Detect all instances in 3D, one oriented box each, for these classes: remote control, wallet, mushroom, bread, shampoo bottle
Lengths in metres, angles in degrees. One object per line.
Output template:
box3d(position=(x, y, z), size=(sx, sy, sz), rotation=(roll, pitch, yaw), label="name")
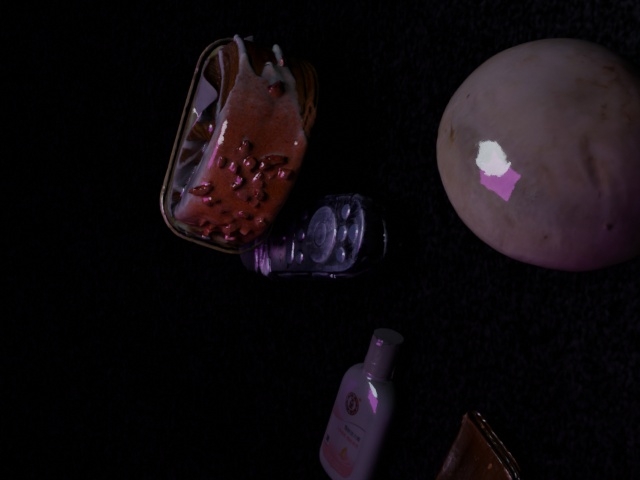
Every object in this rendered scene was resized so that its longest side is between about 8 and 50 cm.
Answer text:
box3d(position=(0.000, 0.000, 1.976), size=(0.266, 0.066, 0.090), rotation=(-1, 75, 60), label="remote control")
box3d(position=(0.132, 0.247, 1.798), size=(0.095, 0.026, 0.176), rotation=(56, 137, 38), label="wallet")
box3d(position=(0.184, -0.063, 1.577), size=(0.209, 0.206, 0.206), rotation=(-31, 65, 59), label="mushroom")
box3d(position=(-0.074, -0.099, 1.980), size=(0.212, 0.142, 0.224), rotation=(151, 137, -66), label="bread")
box3d(position=(0.044, 0.164, 1.917), size=(0.080, 0.040, 0.165), rotation=(47, 128, 48), label="shampoo bottle")
